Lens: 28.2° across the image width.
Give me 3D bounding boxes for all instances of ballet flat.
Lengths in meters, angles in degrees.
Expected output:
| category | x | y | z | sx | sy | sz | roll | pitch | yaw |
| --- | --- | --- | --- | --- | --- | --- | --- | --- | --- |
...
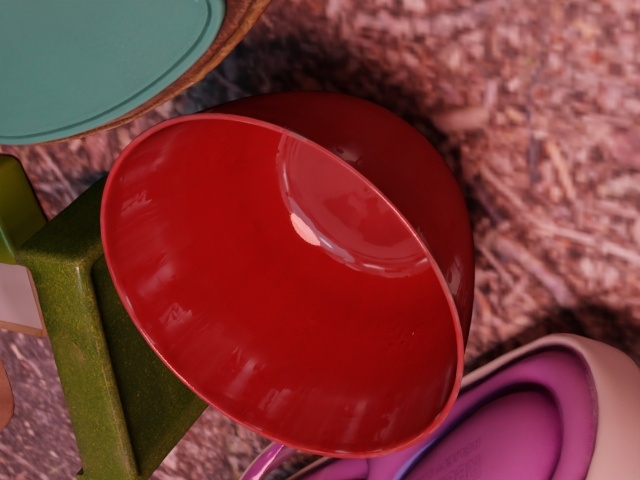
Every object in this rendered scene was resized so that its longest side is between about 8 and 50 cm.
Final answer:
| category | x | y | z | sx | sy | sz | roll | pitch | yaw |
| --- | --- | --- | --- | --- | --- | --- | --- | --- | --- |
| ballet flat | -0.041 | -0.149 | 0.479 | 0.116 | 0.124 | 0.342 | 43 | 137 | -9 |

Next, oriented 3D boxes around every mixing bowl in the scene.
| category | x | y | z | sx | sy | sz | roll | pitch | yaw |
| --- | --- | --- | --- | --- | --- | --- | --- | --- | --- |
| mixing bowl | 0.000 | 0.000 | 0.587 | 0.181 | 0.098 | 0.181 | 18 | 131 | 21 |

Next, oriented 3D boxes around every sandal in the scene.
| category | x | y | z | sx | sy | sz | roll | pitch | yaw |
| --- | --- | --- | --- | --- | --- | --- | --- | --- | --- |
| sandal | -0.005 | 0.158 | 0.666 | 0.102 | 0.169 | 0.416 | 29 | 129 | -23 |

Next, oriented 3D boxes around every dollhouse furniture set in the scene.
| category | x | y | z | sx | sy | sz | roll | pitch | yaw |
| --- | --- | --- | --- | --- | --- | --- | --- | --- | --- |
| dollhouse furniture set | -0.221 | 0.092 | 0.663 | 0.198 | 0.301 | 0.151 | 9 | 125 | 26 |
